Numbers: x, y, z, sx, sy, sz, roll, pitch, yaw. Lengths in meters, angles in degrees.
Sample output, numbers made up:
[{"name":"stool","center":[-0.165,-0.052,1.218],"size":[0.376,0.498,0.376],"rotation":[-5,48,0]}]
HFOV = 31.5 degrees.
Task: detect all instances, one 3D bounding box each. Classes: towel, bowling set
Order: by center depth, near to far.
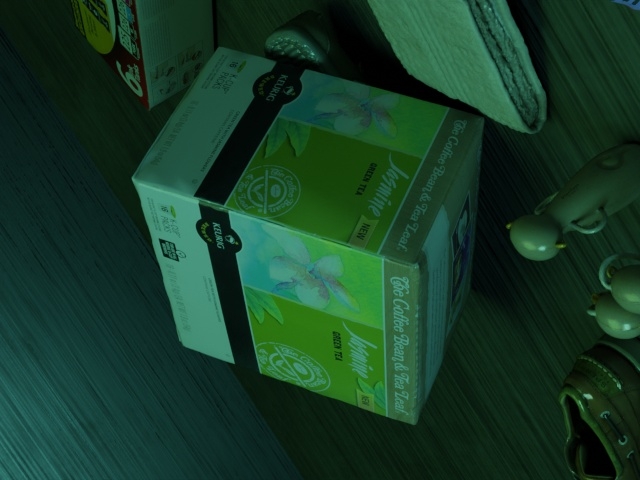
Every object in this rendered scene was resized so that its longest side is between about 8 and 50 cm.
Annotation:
[{"name":"bowling set","center":[0.312,0.059,0.947],"size":[0.287,0.154,0.200],"rotation":[28,147,51]},{"name":"towel","center":[0.101,-0.224,1.049],"size":[0.187,0.049,0.282],"rotation":[37,169,43]}]

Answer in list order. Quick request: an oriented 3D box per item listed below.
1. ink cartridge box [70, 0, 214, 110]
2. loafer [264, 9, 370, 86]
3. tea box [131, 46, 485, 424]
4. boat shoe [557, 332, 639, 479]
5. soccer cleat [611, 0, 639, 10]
[{"name":"ink cartridge box","center":[-0.278,-0.385,1.586],"size":[0.272,0.130,0.309],"rotation":[48,159,20]},{"name":"loafer","center":[0.033,-0.168,1.331],"size":[0.094,0.087,0.251],"rotation":[-4,134,37]},{"name":"tea box","center":[0.000,0.000,1.298],"size":[0.323,0.220,0.329],"rotation":[16,146,17]},{"name":"boat shoe","center":[0.322,0.237,1.274],"size":[0.110,0.104,0.307],"rotation":[29,148,49]},{"name":"soccer cleat","center":[0.142,-0.280,0.878],"size":[0.318,0.108,0.116],"rotation":[48,-170,36]}]
